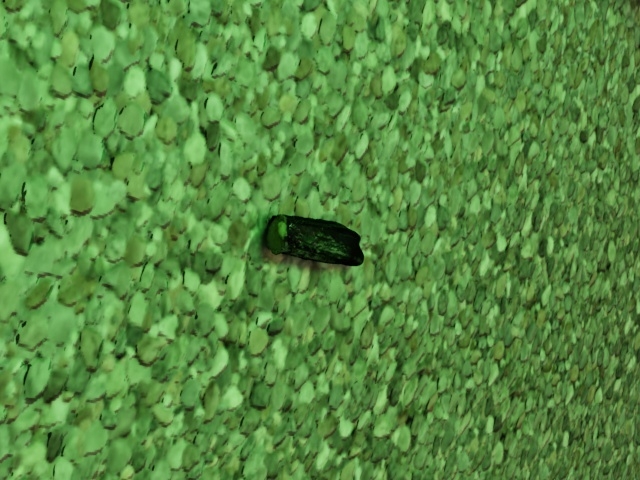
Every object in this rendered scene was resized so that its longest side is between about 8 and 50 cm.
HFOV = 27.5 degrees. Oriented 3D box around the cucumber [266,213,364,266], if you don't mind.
[{"bbox_3d":[0.002,0.000,0.992,0.135,0.034,0.033,10,86,-56],"label":"cucumber"}]
